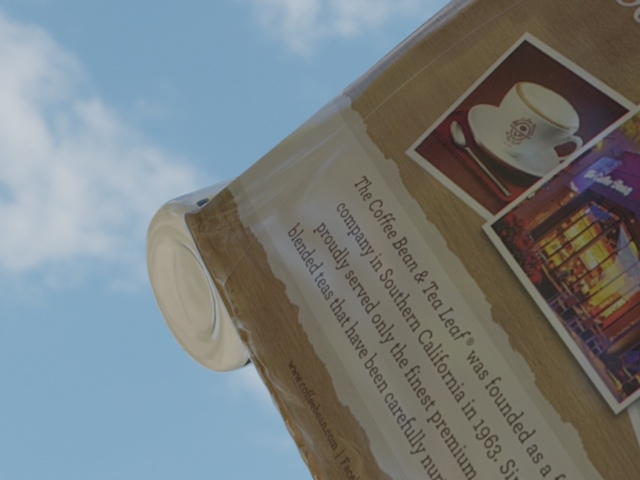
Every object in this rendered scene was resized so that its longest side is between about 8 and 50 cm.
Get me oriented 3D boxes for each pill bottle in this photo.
[{"bbox_3d":[0.000,0.000,1.080,0.103,0.184,0.103,38,-41,44],"label":"pill bottle"}]

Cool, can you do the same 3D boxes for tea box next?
[{"bbox_3d":[0.164,0.099,0.699,0.220,0.329,0.323,-38,-48,7],"label":"tea box"}]
